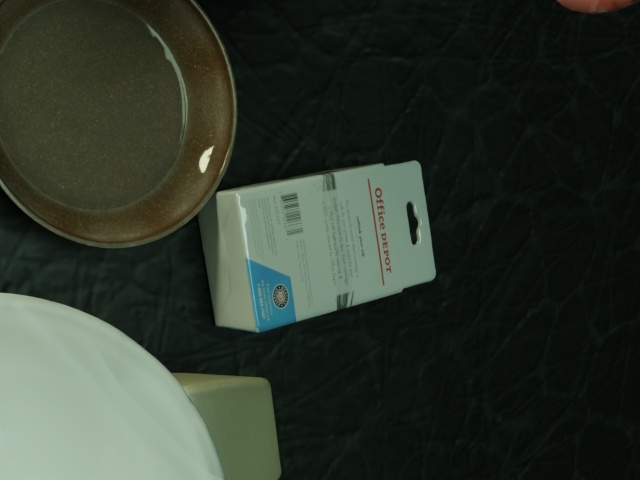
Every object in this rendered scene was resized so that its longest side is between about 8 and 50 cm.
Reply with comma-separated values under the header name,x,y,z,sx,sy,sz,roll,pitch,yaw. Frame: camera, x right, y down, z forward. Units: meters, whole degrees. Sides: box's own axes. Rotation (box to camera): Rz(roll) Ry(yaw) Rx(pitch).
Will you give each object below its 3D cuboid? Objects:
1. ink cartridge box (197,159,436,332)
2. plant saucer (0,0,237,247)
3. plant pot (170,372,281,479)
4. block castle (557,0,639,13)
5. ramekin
name,x,y,z,sx,sy,sz,roll,pitch,yaw
ink cartridge box,0.000,0.000,0.838,0.180,0.060,0.104,-12,97,-37
plant saucer,-0.148,-0.094,0.738,0.198,0.036,0.198,1,89,-37
plant pot,-0.089,0.140,0.747,0.096,0.109,0.109,-13,98,-51
block castle,0.017,-0.307,0.584,0.213,0.453,0.303,-27,129,-42
ramekin,-0.198,0.170,0.608,0.273,0.127,0.273,7,74,-27
